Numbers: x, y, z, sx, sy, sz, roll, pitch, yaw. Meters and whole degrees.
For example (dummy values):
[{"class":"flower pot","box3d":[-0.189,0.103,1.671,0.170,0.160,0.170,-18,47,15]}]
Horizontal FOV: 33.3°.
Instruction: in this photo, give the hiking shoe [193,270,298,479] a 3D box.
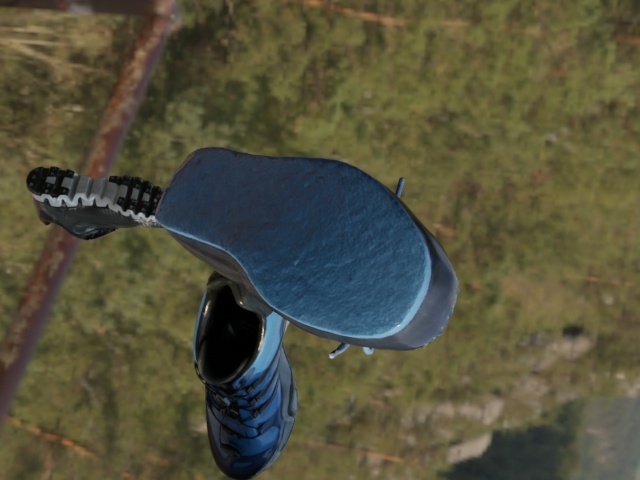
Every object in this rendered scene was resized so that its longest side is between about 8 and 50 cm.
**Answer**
[{"class":"hiking shoe","box3d":[-0.091,0.130,1.103,0.132,0.113,0.304,-34,137,-54]}]

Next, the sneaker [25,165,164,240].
[{"class":"sneaker","box3d":[-0.328,-0.046,1.629,0.106,0.234,0.078,104,-5,-47]}]

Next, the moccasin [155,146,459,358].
[{"class":"moccasin","box3d":[0.000,0.000,0.833,0.117,0.342,0.138,37,87,-37]}]
